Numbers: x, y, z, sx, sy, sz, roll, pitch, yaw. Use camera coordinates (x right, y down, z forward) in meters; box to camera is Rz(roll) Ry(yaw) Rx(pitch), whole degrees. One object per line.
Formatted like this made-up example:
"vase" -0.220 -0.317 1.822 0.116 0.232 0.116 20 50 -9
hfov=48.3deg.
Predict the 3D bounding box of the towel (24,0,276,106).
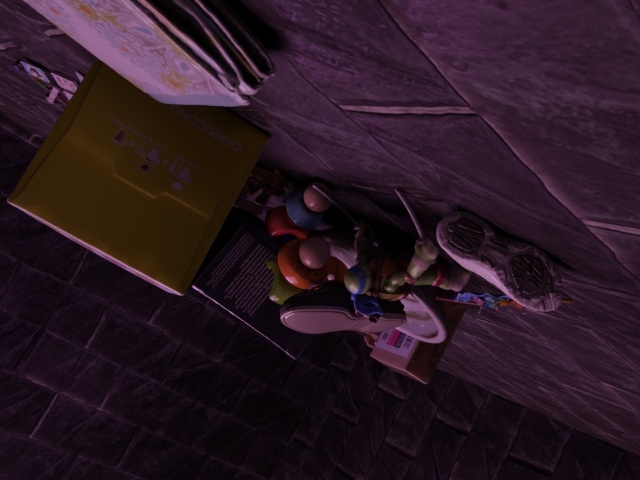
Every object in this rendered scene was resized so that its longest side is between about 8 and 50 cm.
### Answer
"towel" -0.256 -0.304 0.938 0.320 0.090 0.374 39 166 -35

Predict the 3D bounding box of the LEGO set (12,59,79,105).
"LEGO set" -0.673 -0.398 1.837 0.244 0.060 0.182 24 157 21

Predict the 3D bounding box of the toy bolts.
"toy bolts" 0.000 0.000 1.434 0.218 0.229 0.158 10 146 -34

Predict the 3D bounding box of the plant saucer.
"plant saucer" 0.144 0.081 1.658 0.400 0.100 0.400 35 164 11

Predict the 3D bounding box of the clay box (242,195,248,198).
"clay box" -0.302 -0.055 1.948 0.053 0.222 0.127 21 171 41

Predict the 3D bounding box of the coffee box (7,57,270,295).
"coffee box" -0.345 -0.121 1.384 0.337 0.338 0.334 30 170 -13

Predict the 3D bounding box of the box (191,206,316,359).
"box" -0.140 0.073 1.631 0.294 0.183 0.296 40 -177 -22

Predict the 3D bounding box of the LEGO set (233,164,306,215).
"LEGO set" -0.149 -0.103 1.616 0.132 0.107 0.287 35 169 -32

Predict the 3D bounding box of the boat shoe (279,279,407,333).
"boat shoe" 0.040 0.119 1.380 0.112 0.096 0.335 -33 151 35

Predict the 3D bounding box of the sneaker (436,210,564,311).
"sneaker" 0.292 0.033 1.171 0.232 0.090 0.115 37 178 5

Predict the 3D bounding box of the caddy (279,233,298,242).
"caddy" -0.102 0.093 2.066 0.241 0.179 0.341 56 -176 27

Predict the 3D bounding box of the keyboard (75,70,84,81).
"keyboard" -0.536 -0.329 1.733 0.072 0.014 0.256 45 166 8

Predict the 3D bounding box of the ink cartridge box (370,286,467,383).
"ink cartridge box" 0.252 0.233 1.849 0.088 0.235 0.193 33 169 -21

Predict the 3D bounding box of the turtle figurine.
"turtle figurine" 0.158 0.006 1.326 0.266 0.275 0.197 6 158 -44

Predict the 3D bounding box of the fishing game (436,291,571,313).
"fishing game" 0.356 0.125 1.392 0.189 0.041 0.264 9 170 -25

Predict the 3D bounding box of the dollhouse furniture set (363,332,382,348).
"dollhouse furniture set" 0.251 0.215 2.323 0.303 0.174 0.356 19 142 47
